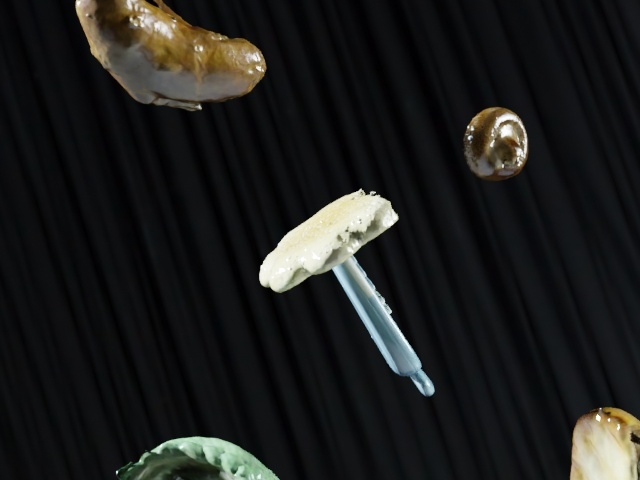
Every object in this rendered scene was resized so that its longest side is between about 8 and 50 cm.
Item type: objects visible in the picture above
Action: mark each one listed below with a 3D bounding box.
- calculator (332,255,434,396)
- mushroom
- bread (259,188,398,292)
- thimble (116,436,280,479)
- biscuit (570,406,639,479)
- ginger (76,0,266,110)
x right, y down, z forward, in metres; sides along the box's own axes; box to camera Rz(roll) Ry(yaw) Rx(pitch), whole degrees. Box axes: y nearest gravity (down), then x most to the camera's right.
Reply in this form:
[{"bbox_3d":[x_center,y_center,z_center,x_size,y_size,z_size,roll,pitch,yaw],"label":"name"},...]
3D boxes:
[{"bbox_3d":[0.078,0.104,2.316,0.042,0.302,0.188,-31,8,-2],"label":"calculator"},{"bbox_3d":[0.266,-0.143,2.422,0.085,0.109,0.126,-31,-33,35],"label":"mushroom"},{"bbox_3d":[0.000,0.000,2.036,0.182,0.039,0.251,-34,10,-7],"label":"bread"},{"bbox_3d":[-0.140,0.342,1.885,0.219,0.219,0.150,-19,-35,12],"label":"thimble"},{"bbox_3d":[0.350,0.342,1.850,0.045,0.299,0.154,-4,-4,-25],"label":"biscuit"},{"bbox_3d":[-0.252,-0.306,2.538,0.321,0.165,0.172,29,-67,-22],"label":"ginger"}]
